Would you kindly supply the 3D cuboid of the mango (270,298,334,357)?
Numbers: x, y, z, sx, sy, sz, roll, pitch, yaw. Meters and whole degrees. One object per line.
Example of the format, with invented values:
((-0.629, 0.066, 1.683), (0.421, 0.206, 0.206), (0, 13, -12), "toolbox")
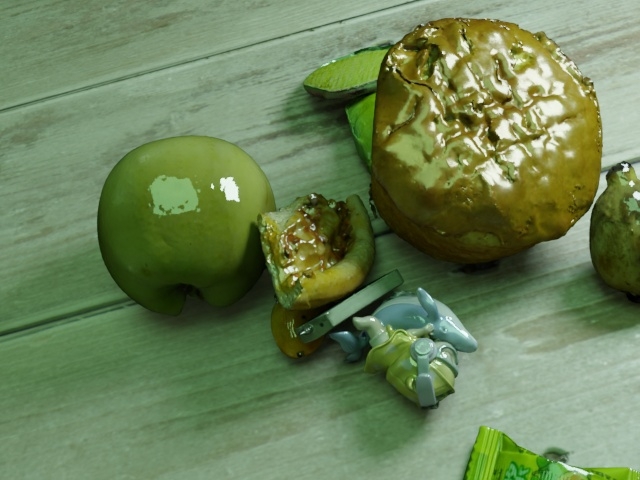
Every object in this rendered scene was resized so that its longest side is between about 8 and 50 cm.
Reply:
((-0.027, 0.104, 1.282), (0.098, 0.075, 0.190), (2, 47, 3), "mango")

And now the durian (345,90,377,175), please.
((0.131, -0.184, 1.459), (0.139, 0.101, 0.250), (-46, 51, 17), "durian")

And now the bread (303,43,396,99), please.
((0.075, -0.322, 1.564), (0.228, 0.033, 0.228), (-14, 29, 8), "bread")

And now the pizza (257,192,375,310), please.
((0.000, 0.000, 1.259), (0.182, 0.074, 0.365), (45, 28, 1), "pizza")

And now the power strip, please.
((0.044, 0.099, 1.223), (0.227, 0.080, 0.029), (-27, 86, -45), "power strip")

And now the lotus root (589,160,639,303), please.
((0.466, -0.010, 1.214), (0.138, 0.214, 0.138), (-21, 10, 4), "lotus root")

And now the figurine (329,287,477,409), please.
((0.124, 0.158, 1.187), (0.208, 0.128, 0.184), (-8, 55, 14), "figurine")

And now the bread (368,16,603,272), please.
((0.251, -0.158, 1.281), (0.398, 0.215, 0.398), (3, 67, -8), "bread")

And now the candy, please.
((0.305, 0.332, 1.053), (0.246, 0.069, 0.149), (11, 58, 19), "candy")

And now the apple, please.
((-0.211, -0.020, 1.298), (0.292, 0.292, 0.254), (-9, 57, 3), "apple")
